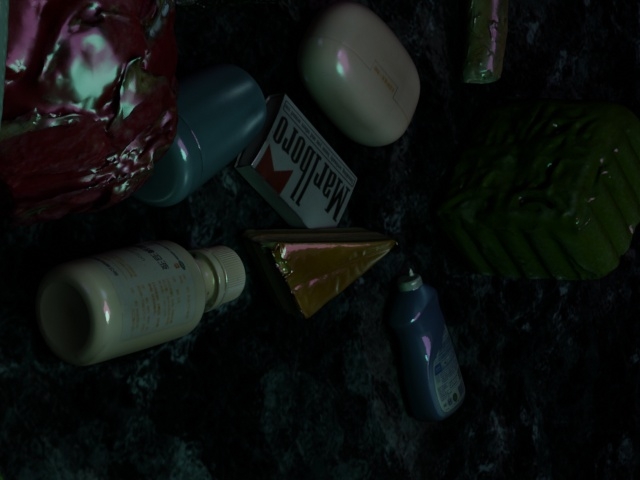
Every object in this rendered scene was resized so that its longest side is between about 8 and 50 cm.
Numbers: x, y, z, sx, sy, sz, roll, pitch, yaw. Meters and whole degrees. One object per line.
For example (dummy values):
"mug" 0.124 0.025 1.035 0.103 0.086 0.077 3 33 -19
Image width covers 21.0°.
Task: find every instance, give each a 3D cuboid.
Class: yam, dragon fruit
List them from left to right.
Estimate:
"dragon fruit" -0.280 -0.167 1.632 0.329 0.329 0.329 -1 91 -50
"yam" 0.238 -0.375 2.440 0.071 0.067 0.317 35 59 -78

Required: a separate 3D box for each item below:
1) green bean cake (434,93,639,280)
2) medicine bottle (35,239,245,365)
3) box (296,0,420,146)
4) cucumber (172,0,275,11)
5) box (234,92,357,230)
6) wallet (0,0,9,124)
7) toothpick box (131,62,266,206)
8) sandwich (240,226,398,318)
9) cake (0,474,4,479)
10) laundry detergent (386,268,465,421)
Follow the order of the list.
"green bean cake" 0.313 -0.074 2.388 0.156 0.250 0.247 54 53 -36
"medicine bottle" -0.187 0.059 1.895 0.252 0.114 0.114 -14 101 -49
"box" 0.050 -0.210 2.197 0.200 0.088 0.146 45 58 -39
"cucumber" -0.104 -0.296 2.048 0.256 0.043 0.044 -17 98 -48
"box" -0.027 -0.085 2.148 0.177 0.036 0.115 47 57 -40
"wallet" -0.447 -0.129 1.441 0.083 0.360 0.252 68 25 -87
"toothpick box" -0.146 -0.125 1.943 0.184 0.120 0.120 -40 120 -47
"sandwich" 0.000 0.000 2.109 0.163 0.079 0.113 -37 121 -20
"cake" -0.331 0.339 1.739 0.100 0.099 0.235 -3 92 -52
"laundry detergent" 0.139 0.136 2.329 0.096 0.061 0.206 -32 114 -43
